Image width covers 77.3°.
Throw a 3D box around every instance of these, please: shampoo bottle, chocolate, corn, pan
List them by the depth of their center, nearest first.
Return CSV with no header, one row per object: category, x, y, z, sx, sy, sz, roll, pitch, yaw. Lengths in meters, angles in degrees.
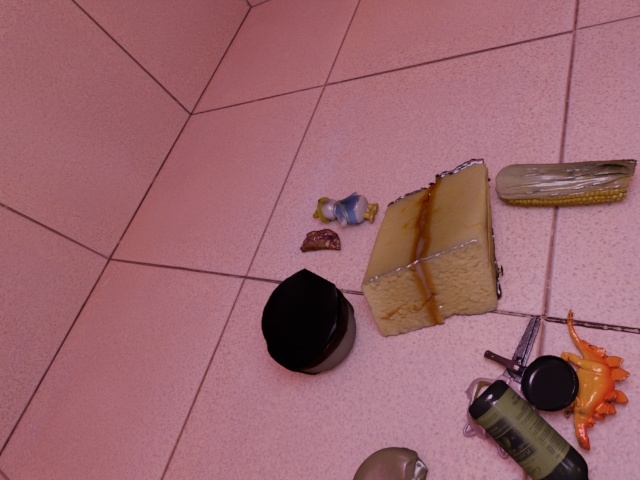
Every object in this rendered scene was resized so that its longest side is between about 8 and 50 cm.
shampoo bottle,0.431,0.412,0.781,0.101,0.101,0.284,-45,64,1
pan,0.449,0.289,0.868,0.114,0.040,0.212,-60,27,-8
corn,0.616,-0.152,1.027,0.306,0.123,0.122,1,60,33
chocolate,-0.015,0.242,1.152,0.284,0.186,0.283,-18,58,33

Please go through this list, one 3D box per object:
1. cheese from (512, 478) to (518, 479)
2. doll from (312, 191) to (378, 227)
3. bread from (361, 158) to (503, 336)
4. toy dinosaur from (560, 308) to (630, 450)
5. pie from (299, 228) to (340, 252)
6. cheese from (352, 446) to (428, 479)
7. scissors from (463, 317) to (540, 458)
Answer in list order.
cheese,0.412,0.531,0.789,0.047,0.017,0.111,-34,48,15
doll,0.077,-0.107,1.379,0.241,0.099,0.135,1,85,36
bread,0.316,0.019,1.114,0.346,0.242,0.404,-13,38,29
toy dinosaur,0.560,0.279,0.819,0.117,0.070,0.288,-4,55,39
pie,0.000,0.000,1.403,0.170,0.034,0.091,-8,61,31
cheese,0.156,0.560,0.892,0.176,0.091,0.202,17,72,38
scissors,0.435,0.318,0.909,0.160,0.024,0.317,19,73,42
